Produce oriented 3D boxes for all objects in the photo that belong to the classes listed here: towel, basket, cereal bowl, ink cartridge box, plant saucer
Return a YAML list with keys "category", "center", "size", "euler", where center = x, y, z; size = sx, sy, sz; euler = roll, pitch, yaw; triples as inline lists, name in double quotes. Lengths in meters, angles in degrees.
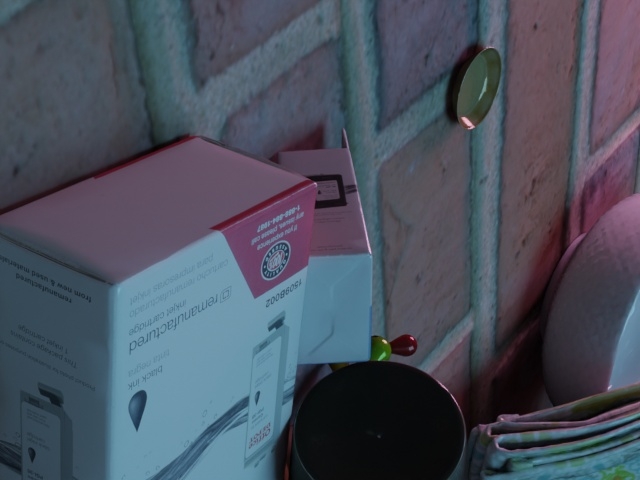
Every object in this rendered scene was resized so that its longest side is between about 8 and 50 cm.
- category: "towel"
  center: [0.329, 0.304, 1.605]
  size: [0.321, 0.090, 0.374]
  euler: [-13, 143, -8]
- category: "basket"
  center: [0.046, 0.209, 1.035]
  size: [0.204, 0.154, 0.227]
  euler: [-52, 156, -34]
- category: "cereal bowl"
  center: [0.381, 0.087, 1.691]
  size: [0.339, 0.141, 0.339]
  euler: [-38, 139, -42]
- category: "ink cartridge box"
  center: [-0.115, 0.097, 0.893]
  size: [0.207, 0.117, 0.283]
  euler: [-31, 134, -48]
- category: "plant saucer"
  center: [0.149, -0.149, 1.267]
  size: [0.083, 0.015, 0.083]
  euler: [-37, 139, -42]
- category: "ink cartridge box"
  center: [0.000, 0.000, 1.022]
  size: [0.180, 0.060, 0.104]
  euler: [-99, -173, -54]

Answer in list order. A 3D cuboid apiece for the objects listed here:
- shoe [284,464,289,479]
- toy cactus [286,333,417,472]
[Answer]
- category: "shoe"
  center: [-0.083, 0.269, 1.109]
  size: [0.058, 0.077, 0.219]
  euler: [-9, 120, -63]
- category: "toy cactus"
  center: [0.007, 0.187, 1.207]
  size: [0.180, 0.112, 0.219]
  euler: [7, 107, -41]
